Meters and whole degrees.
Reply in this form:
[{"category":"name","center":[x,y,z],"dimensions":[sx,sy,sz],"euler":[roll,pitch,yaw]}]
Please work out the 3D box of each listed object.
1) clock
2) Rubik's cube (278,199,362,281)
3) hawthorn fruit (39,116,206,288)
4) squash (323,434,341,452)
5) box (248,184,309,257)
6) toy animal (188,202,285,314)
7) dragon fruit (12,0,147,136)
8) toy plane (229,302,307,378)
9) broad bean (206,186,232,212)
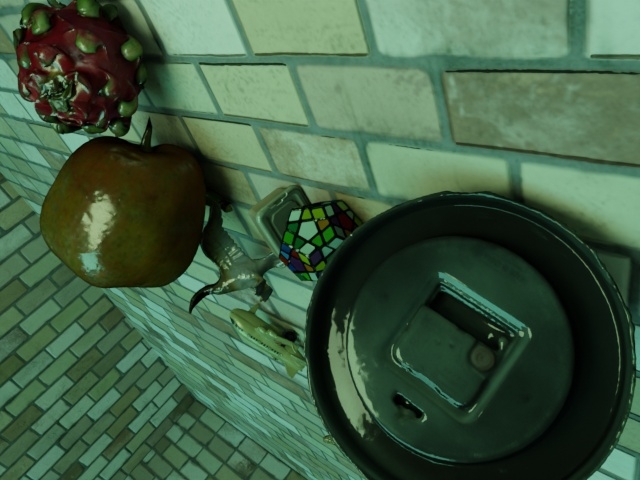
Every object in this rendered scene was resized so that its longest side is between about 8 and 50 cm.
[{"category":"clock","center":[0.140,0.109,0.543],"dimensions":[0.325,0.324,0.067],"euler":[28,-179,26]},{"category":"Rubik's cube","center":[0.000,0.000,0.770],"dimensions":[0.133,0.133,0.111],"euler":[-2,104,54]},{"category":"hawthorn fruit","center":[-0.327,-0.067,0.916],"dimensions":[0.268,0.268,0.300],"euler":[30,107,22]},{"category":"squash","center":[0.087,0.442,1.248],"dimensions":[0.193,0.156,0.193],"euler":[19,120,36]},{"category":"box","center":[-0.056,-0.024,0.842],"dimensions":[0.062,0.089,0.122],"euler":[21,147,55]},{"category":"toy animal","center":[-0.172,0.068,1.008],"dimensions":[0.160,0.197,0.272],"euler":[15,148,25]},{"category":"dragon fruit","center":[-0.377,-0.257,0.809],"dimensions":[0.218,0.198,0.273],"euler":[43,155,-19]},{"category":"toy plane","center":[-0.125,0.249,1.312],"dimensions":[0.244,0.092,0.229],"euler":[44,155,-1]},{"category":"broad bean","center":[-0.292,-0.112,1.068],"dimensions":[0.298,0.043,0.060],"euler":[18,154,37]}]
